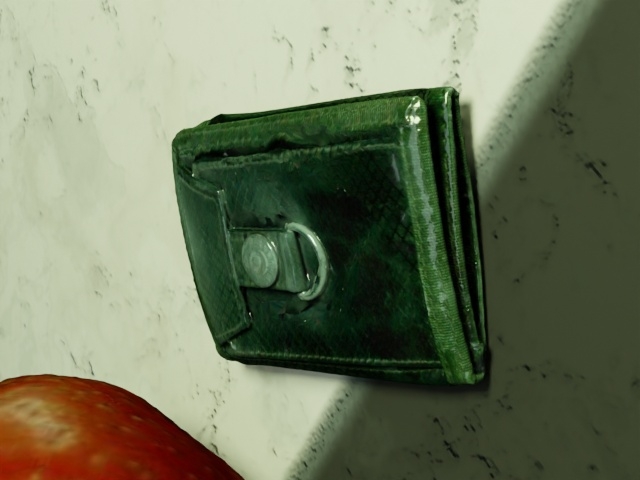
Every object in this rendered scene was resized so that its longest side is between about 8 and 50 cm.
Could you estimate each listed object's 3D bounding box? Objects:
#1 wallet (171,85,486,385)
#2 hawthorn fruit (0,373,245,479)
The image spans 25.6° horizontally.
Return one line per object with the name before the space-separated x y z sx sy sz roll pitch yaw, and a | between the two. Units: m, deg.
wallet | -0.002 0.001 0.810 0.236 0.055 0.160 0 101 53
hawthorn fruit | -0.128 0.231 0.846 0.369 0.285 0.284 4 98 45
